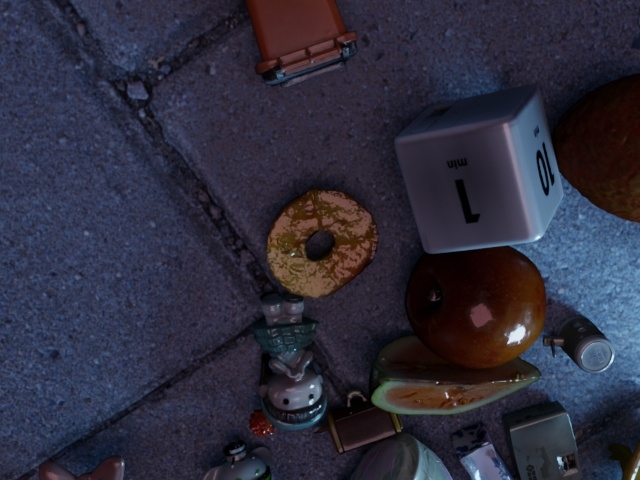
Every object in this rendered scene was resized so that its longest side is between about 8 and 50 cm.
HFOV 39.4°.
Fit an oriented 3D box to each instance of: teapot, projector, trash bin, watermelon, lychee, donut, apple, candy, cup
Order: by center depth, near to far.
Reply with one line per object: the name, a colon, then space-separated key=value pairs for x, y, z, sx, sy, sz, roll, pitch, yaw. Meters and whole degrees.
trash bin: x=-0.048 y=-0.355 z=1.322 sx=0.161 sy=0.184 sz=0.239 roll=-19 pitch=102 yaw=0
lychee: x=0.513 y=-0.143 z=1.400 sx=0.255 sy=0.300 sz=0.255 roll=-21 pitch=119 yaw=-43
apple: x=0.253 y=0.099 z=1.465 sx=0.201 sy=0.218 sz=0.218 roll=13 pitch=107 yaw=-36
donut: x=-0.001 y=-0.001 z=1.480 sx=0.174 sy=0.075 sz=0.190 roll=29 pitch=101 yaw=-13
watermelon: x=0.205 y=0.217 z=1.543 sx=0.303 sy=0.128 sz=0.159 roll=3 pitch=151 yaw=-20
cup: x=0.454 y=0.179 z=1.567 sx=0.102 sy=0.099 sz=0.074 roll=22 pitch=103 yaw=-12
teapot: x=0.143 y=0.470 z=1.593 sx=0.178 sy=0.163 sz=0.221 roll=40 pitch=99 yaw=-22
candy: x=0.304 y=0.422 z=1.630 sx=0.073 sy=0.092 sz=0.160 roll=-29 pitch=106 yaw=5
projector: x=0.406 y=0.378 z=1.642 sx=0.115 sy=0.061 sz=0.147 roll=-17 pitch=108 yaw=1

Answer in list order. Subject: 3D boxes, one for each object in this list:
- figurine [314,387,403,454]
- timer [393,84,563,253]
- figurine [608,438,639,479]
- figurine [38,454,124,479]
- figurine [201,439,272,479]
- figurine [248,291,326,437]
figurine: x=0.061 y=0.314 z=1.585 sx=0.154 sy=0.082 sz=0.098 roll=-17 pitch=94 yaw=0
timer: x=0.249 y=-0.110 z=1.382 sx=0.194 sy=0.192 sz=0.195 roll=-9 pitch=110 yaw=30
figurine: x=0.598 y=0.505 z=1.595 sx=0.401 sy=0.268 sz=0.387 roll=36 pitch=86 yaw=-25
figurine: x=-0.371 y=0.548 z=1.548 sx=0.154 sy=0.193 sz=0.421 roll=-7 pitch=103 yaw=0
figurine: x=-0.131 y=0.445 z=1.584 sx=0.147 sy=0.126 sz=0.193 roll=-23 pitch=104 yaw=-35
figurine: x=-0.064 y=0.209 z=1.525 sx=0.137 sy=0.110 sz=0.246 roll=-5 pitch=102 yaw=-2
